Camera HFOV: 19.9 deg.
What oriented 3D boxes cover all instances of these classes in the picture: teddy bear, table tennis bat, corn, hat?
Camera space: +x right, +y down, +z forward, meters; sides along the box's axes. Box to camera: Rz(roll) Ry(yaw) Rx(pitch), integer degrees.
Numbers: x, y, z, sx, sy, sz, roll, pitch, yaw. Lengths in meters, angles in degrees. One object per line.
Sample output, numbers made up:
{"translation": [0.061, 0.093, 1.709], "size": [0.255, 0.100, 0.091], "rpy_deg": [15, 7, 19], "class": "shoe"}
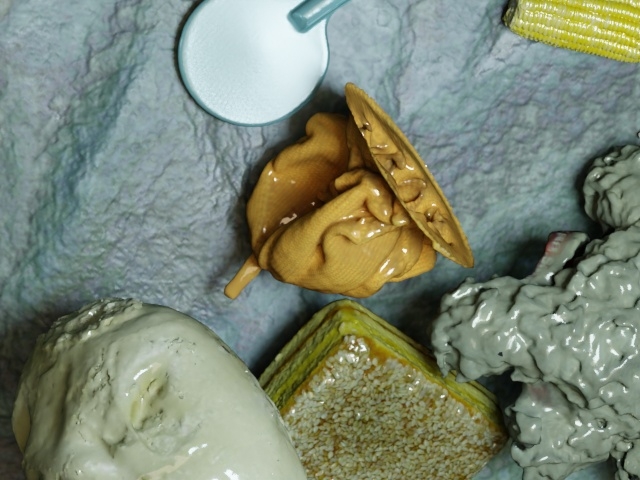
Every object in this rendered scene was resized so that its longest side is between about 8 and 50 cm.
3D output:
{"translation": [0.314, 0.134, 1.902], "size": [0.357, 0.224, 0.367], "rpy_deg": [-42, 133, -26], "class": "teddy bear"}
{"translation": [-0.035, -0.216, 1.850], "size": [0.237, 0.038, 0.149], "rpy_deg": [-38, 103, 2], "class": "table tennis bat"}
{"translation": [0.274, -0.235, 1.892], "size": [0.165, 0.063, 0.085], "rpy_deg": [7, 123, -10], "class": "corn"}
{"translation": [0.000, 0.000, 1.815], "size": [0.233, 0.244, 0.233], "rpy_deg": [-33, 120, 13], "class": "hat"}

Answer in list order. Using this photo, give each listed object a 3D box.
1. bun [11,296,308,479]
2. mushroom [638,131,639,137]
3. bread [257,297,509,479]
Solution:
{"translation": [-0.168, 0.232, 1.749], "size": [0.234, 0.326, 0.362], "rpy_deg": [-30, 64, -25], "class": "bun"}
{"translation": [0.430, -0.239, 1.936], "size": [0.306, 0.043, 0.068], "rpy_deg": [-45, 85, 1], "class": "mushroom"}
{"translation": [0.053, 0.183, 1.882], "size": [0.234, 0.110, 0.184], "rpy_deg": [35, 105, -29], "class": "bread"}
